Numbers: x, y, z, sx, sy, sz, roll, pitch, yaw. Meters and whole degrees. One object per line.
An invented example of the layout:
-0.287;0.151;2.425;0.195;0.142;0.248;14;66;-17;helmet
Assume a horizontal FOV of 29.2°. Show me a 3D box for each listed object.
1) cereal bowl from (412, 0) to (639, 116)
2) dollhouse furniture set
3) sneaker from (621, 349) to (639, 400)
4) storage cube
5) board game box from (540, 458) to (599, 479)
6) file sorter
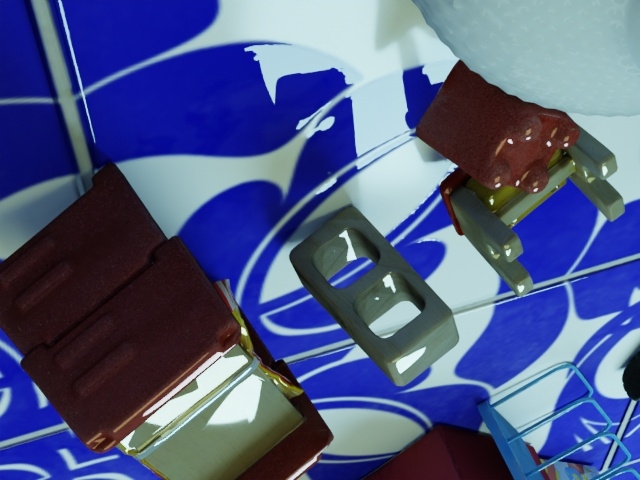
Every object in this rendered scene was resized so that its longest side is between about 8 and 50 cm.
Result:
0.205;-0.180;0.617;0.338;0.141;0.339;-16;147;-11;cereal bowl
0.000;0.000;0.788;0.374;0.152;0.201;-39;147;-6;dollhouse furniture set
0.362;0.117;1.220;0.089;0.051;0.170;-6;149;-24;sneaker
0.143;0.327;1.261;0.183;0.193;0.215;-40;144;26;storage cube
0.211;0.387;1.430;0.142;0.144;0.275;16;132;-45;board game box
0.249;0.223;1.195;0.104;0.170;0.118;-32;146;10;file sorter
